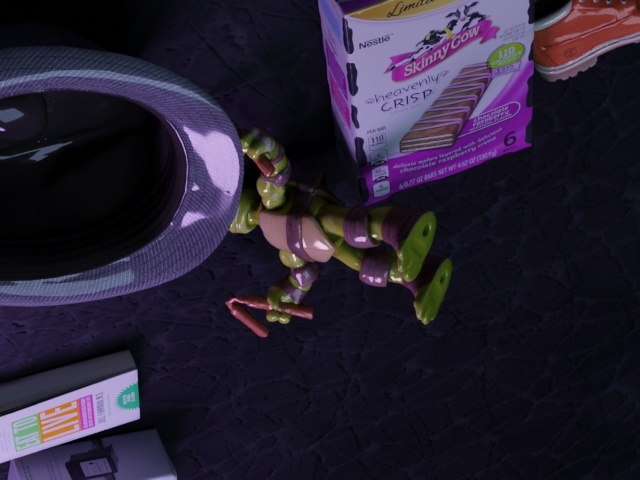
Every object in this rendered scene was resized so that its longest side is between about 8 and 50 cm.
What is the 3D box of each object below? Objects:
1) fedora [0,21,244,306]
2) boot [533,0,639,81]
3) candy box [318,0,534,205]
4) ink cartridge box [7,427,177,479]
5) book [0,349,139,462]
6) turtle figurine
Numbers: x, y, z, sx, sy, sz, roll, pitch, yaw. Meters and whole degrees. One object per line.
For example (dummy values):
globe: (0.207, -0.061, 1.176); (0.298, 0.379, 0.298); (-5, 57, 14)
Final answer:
fedora: (-0.202, -0.071, 1.225); (0.275, 0.124, 0.244); (-8, 136, -12)
boot: (0.235, -0.200, 1.404); (0.158, 0.059, 0.084); (-32, 139, 9)
candy box: (0.087, -0.146, 1.363); (0.159, 0.071, 0.233); (-20, 143, -8)
ink cartridge box: (-0.227, 0.250, 1.664); (0.150, 0.063, 0.109); (-8, 140, -25)
book: (-0.240, 0.155, 1.570); (0.144, 0.035, 0.096); (-17, 147, -15)
turtle figurine: (0.000, 0.000, 1.419); (0.087, 0.217, 0.269); (-51, 146, -36)
